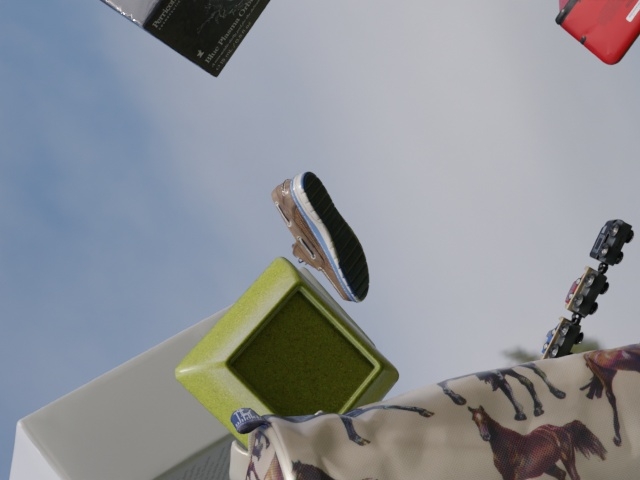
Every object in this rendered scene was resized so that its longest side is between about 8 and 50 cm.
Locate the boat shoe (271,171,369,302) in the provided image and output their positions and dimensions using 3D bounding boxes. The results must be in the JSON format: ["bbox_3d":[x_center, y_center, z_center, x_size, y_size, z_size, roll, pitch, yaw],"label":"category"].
[{"bbox_3d":[0.000,0.000,1.885,0.183,0.066,0.066,64,-145,-14],"label":"boat shoe"}]

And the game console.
[{"bbox_3d":[0.322,-0.279,1.605,0.124,0.144,0.085,44,-149,19],"label":"game console"}]

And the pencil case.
[{"bbox_3d":[0.135,0.174,1.193,0.183,0.410,0.160,-121,25,-50],"label":"pencil case"}]

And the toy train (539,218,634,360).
[{"bbox_3d":[0.249,0.051,1.418,0.027,0.158,0.036,26,-179,-23],"label":"toy train"}]

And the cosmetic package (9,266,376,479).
[{"bbox_3d":[-0.165,0.240,1.927,0.453,0.230,0.161,-28,-115,-33],"label":"cosmetic package"}]

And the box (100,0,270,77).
[{"bbox_3d":[-0.129,-0.273,1.543,0.093,0.156,0.158,37,-176,29],"label":"box"}]

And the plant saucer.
[{"bbox_3d":[-0.023,0.134,1.555,0.188,0.045,0.188,45,-120,-5],"label":"plant saucer"}]
